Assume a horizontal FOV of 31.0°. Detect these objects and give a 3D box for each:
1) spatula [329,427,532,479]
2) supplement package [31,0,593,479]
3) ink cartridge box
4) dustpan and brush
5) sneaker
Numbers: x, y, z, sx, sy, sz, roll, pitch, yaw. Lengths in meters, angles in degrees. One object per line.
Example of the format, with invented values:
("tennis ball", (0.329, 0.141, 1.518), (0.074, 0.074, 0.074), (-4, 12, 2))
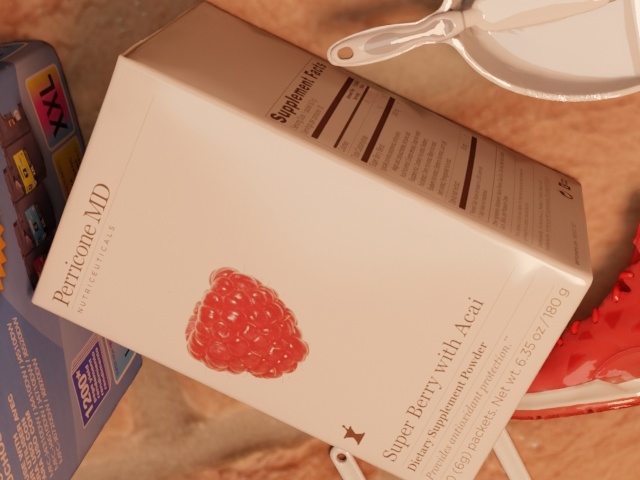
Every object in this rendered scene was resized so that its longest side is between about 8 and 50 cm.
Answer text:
("spatula", (0.115, 0.238, 0.898), (0.168, 0.019, 0.242), (-25, 105, 19))
("supplement package", (0.000, 0.000, 0.741), (0.292, 0.175, 0.178), (25, 114, 0))
("ink cartridge box", (-0.257, 0.056, 0.689), (0.151, 0.395, 0.270), (-8, 110, 13))
("dustpan and brush", (0.109, -0.144, 0.728), (0.211, 0.060, 0.147), (-11, 109, 14))
("sneaker", (0.209, 0.049, 0.792), (0.221, 0.087, 0.128), (-15, 78, 28))
